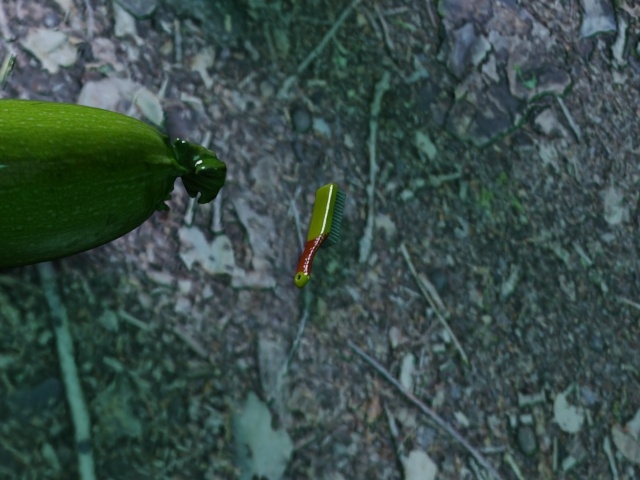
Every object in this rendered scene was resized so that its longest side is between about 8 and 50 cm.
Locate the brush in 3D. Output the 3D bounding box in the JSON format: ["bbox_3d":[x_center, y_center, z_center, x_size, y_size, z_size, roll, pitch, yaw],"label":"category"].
[{"bbox_3d":[0.000,0.000,0.983,0.021,0.019,0.083,37,53,-30],"label":"brush"}]

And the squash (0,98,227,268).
[{"bbox_3d":[-0.222,-0.031,0.789,0.379,0.101,0.101,-5,75,-35],"label":"squash"}]
